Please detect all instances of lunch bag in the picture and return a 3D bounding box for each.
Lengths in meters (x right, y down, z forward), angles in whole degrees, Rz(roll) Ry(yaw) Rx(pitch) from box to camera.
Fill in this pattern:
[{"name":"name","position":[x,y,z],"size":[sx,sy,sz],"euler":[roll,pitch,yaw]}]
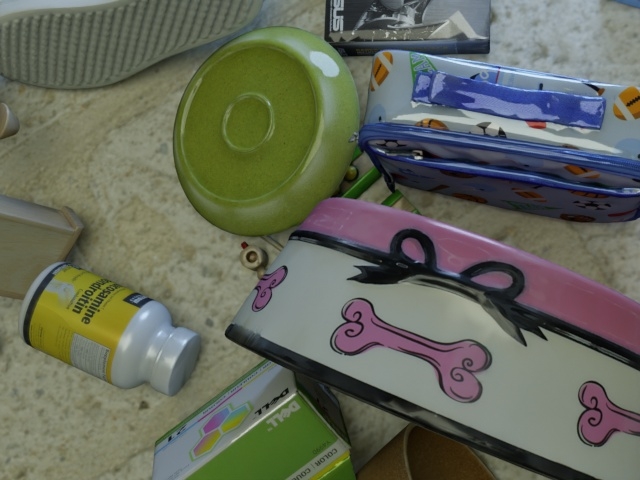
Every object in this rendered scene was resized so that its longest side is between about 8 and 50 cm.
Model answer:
[{"name":"lunch bag","position":[0.181,-0.099,1.002],"size":[0.303,0.243,0.115],"euler":[9,84,11]}]

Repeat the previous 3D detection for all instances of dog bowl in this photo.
[{"name":"dog bowl","position":[0.129,0.092,0.905],"size":[0.408,0.408,0.150],"euler":[20,85,12]}]

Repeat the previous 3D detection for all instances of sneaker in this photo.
[{"name":"sneaker","position":[-0.229,-0.283,1.181],"size":[0.366,0.135,0.150],"euler":[-10,51,14]}]

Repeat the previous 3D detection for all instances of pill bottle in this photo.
[{"name":"pill bottle","position":[-0.229,0.101,1.125],"size":[0.184,0.103,0.103],"euler":[22,87,12]}]

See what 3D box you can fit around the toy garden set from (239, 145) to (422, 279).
[{"name":"toy garden set","position":[0.000,0.000,1.122],"size":[0.204,0.049,0.244],"euler":[-42,78,3]}]

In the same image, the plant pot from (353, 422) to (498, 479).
[{"name":"plant pot","position":[0.060,0.343,0.994],"size":[0.254,0.237,0.237],"euler":[-38,78,17]}]

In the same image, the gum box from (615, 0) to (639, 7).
[{"name":"gum box","position":[0.406,-0.329,1.092],"size":[0.157,0.041,0.184],"euler":[20,86,12]}]

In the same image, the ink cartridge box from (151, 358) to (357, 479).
[{"name":"ink cartridge box","position":[-0.067,0.231,0.995],"size":[0.189,0.255,0.097],"euler":[-37,105,4]}]

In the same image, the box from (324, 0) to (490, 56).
[{"name":"box","position":[0.100,-0.323,1.141],"size":[0.183,0.056,0.231],"euler":[1,83,11]}]

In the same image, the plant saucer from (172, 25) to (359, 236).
[{"name":"plant saucer","position":[-0.072,-0.125,1.122],"size":[0.241,0.037,0.241],"euler":[-5,79,27]}]

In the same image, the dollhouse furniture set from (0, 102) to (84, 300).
[{"name":"dollhouse furniture set","position":[-0.451,-0.069,1.221],"size":[0.303,0.174,0.355],"euler":[-57,47,15]}]
